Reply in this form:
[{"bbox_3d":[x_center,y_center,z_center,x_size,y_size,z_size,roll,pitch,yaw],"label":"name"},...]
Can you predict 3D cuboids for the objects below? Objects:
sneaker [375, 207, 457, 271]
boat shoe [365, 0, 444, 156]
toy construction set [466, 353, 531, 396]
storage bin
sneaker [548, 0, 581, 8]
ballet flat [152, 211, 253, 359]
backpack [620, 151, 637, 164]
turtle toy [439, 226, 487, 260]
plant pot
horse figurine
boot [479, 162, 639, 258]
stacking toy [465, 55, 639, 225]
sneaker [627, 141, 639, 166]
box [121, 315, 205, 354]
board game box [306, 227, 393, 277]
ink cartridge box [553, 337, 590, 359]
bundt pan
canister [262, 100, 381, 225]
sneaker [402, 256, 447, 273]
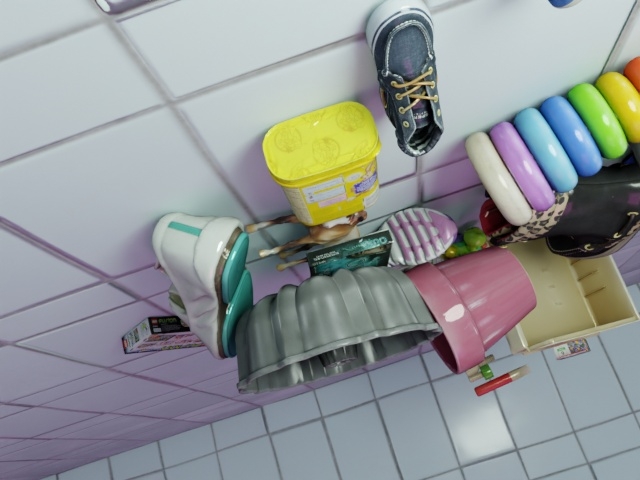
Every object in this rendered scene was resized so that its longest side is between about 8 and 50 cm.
[{"bbox_3d":[0.143,0.010,1.112,0.236,0.095,0.104,-27,164,39],"label":"sneaker"},{"bbox_3d":[0.091,-0.154,0.623,0.065,0.083,0.183,-19,160,4],"label":"boat shoe"},{"bbox_3d":[0.419,0.187,1.541,0.237,0.309,0.257,-25,168,6],"label":"toy construction set"},{"bbox_3d":[0.496,0.088,1.362,0.260,0.262,0.123,-9,161,-23],"label":"storage bin"},{"bbox_3d":[0.190,-0.243,0.500,0.084,0.058,0.152,-19,157,-14],"label":"sneaker"},{"bbox_3d":[-0.173,0.066,0.953,0.139,0.139,0.400,-14,156,-11],"label":"ballet flat"},{"bbox_3d":[0.592,-0.123,1.121,0.097,0.101,0.120,-3,160,-20],"label":"backpack"},{"bbox_3d":[0.299,0.018,1.280,0.095,0.066,0.130,16,160,3],"label":"turtle toy"},{"bbox_3d":[0.264,0.105,1.110,0.180,0.201,0.201,-28,161,-5],"label":"plant pot"},{"bbox_3d":[0.000,0.000,0.988,0.174,0.066,0.263,-15,160,8],"label":"horse figurine"},{"bbox_3d":[0.412,-0.046,1.094,0.284,0.138,0.377,-3,170,-11],"label":"boot"},{"bbox_3d":[0.360,-0.154,0.809,0.330,0.141,0.141,-31,157,19],"label":"stacking toy"},{"bbox_3d":[0.511,-0.186,0.847,0.222,0.118,0.083,-27,158,25],"label":"sneaker"},{"bbox_3d":[-0.281,0.187,1.287,0.207,0.036,0.114,3,152,-45],"label":"box"},{"bbox_3d":[0.045,0.038,0.985,0.126,0.026,0.186,-17,162,-3],"label":"board game box"},{"bbox_3d":[0.506,0.219,1.282,0.062,0.029,0.115,-23,161,22],"label":"ink cartridge box"},{"bbox_3d":[0.017,0.134,0.995,0.330,0.124,0.331,-14,161,-5],"label":"bundt pan"},{"bbox_3d":[0.009,-0.083,0.759,0.126,0.073,0.170,-18,162,1],"label":"canister"},{"bbox_3d":[0.241,0.074,1.251,0.252,0.103,0.111,23,157,-35],"label":"sneaker"}]
